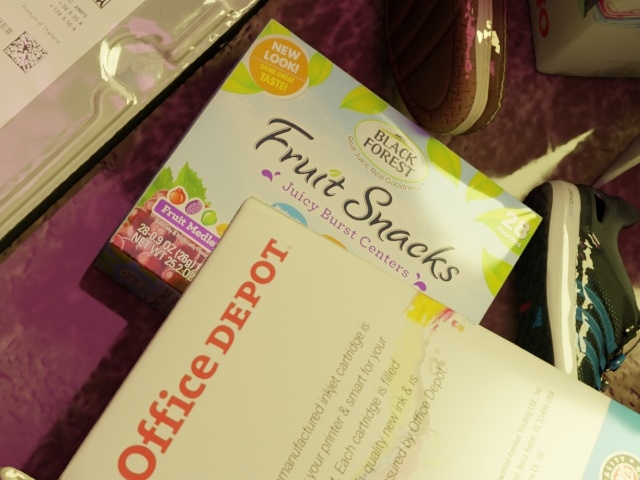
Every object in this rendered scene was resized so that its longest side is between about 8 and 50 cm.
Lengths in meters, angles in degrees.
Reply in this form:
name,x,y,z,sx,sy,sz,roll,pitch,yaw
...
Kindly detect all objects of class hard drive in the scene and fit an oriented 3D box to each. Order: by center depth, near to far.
name,x,y,z,sx,sy,sz,roll,pitch,yaw
hard drive,-0.205,-0.135,0.900,0.237,0.064,0.339,46,69,-3

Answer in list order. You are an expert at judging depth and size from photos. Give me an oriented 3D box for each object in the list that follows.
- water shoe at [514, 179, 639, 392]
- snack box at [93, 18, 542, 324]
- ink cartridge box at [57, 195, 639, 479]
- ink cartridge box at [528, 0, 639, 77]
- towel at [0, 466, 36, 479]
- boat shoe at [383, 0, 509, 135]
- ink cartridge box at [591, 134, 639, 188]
name,x,y,z,sx,sy,sz,roll,pitch,yaw
water shoe,0.165,0.061,0.957,0.080,0.073,0.203,8,76,-17
snack box,0.000,0.000,0.924,0.207,0.070,0.174,37,70,-7
ink cartridge box,0.014,0.156,0.780,0.270,0.197,0.198,30,52,2
ink cartridge box,0.218,-0.234,0.932,0.117,0.278,0.201,-2,78,-13
towel,-0.138,0.215,0.732,0.187,0.282,0.049,41,48,-4
boat shoe,0.098,-0.183,0.974,0.095,0.095,0.257,8,67,-29
ink cartridge box,0.356,-0.121,0.982,0.353,0.207,0.119,-41,90,-19
